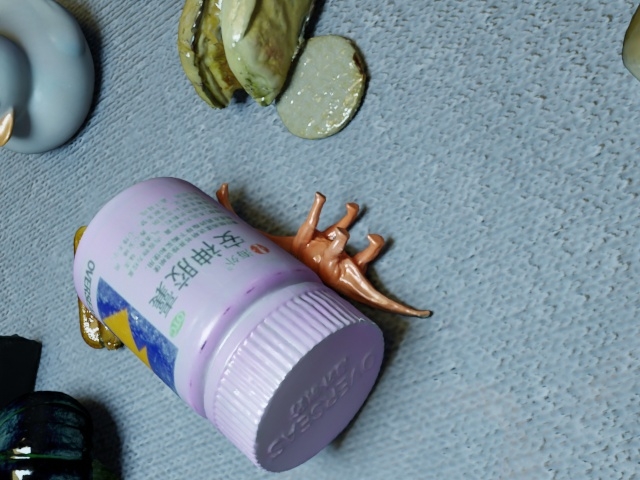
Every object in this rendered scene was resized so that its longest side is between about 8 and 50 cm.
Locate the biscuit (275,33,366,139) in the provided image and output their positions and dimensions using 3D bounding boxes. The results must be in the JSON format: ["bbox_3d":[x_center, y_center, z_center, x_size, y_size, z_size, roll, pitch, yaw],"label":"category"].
[{"bbox_3d":[-0.002,-0.167,0.898,0.120,0.015,0.120,-6,79,33],"label":"biscuit"}]

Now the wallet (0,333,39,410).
[{"bbox_3d":[-0.415,0.257,1.022,0.030,0.146,0.285,6,85,20],"label":"wallet"}]

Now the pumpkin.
[{"bbox_3d":[-0.331,0.267,0.960,0.194,0.150,0.194,-4,83,34],"label":"pumpkin"}]

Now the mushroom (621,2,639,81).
[{"bbox_3d":[0.376,-0.265,0.543,0.398,0.224,0.313,-17,75,31],"label":"mushroom"}]

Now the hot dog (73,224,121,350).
[{"bbox_3d":[-0.268,0.055,1.018,0.071,0.045,0.165,-19,72,28],"label":"hot dog"}]

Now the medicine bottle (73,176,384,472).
[{"bbox_3d":[-0.096,0.074,0.822,0.291,0.178,0.178,36,102,33],"label":"medicine bottle"}]

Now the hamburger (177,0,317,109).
[{"bbox_3d":[-0.080,-0.274,0.900,0.124,0.131,0.261,16,86,38],"label":"hamburger"}]

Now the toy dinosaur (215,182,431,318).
[{"bbox_3d":[-0.004,0.000,0.848,0.279,0.055,0.101,42,116,30],"label":"toy dinosaur"}]

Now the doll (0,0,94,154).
[{"bbox_3d":[-0.418,-0.221,1.066,0.221,0.221,0.250,-30,67,26],"label":"doll"}]
